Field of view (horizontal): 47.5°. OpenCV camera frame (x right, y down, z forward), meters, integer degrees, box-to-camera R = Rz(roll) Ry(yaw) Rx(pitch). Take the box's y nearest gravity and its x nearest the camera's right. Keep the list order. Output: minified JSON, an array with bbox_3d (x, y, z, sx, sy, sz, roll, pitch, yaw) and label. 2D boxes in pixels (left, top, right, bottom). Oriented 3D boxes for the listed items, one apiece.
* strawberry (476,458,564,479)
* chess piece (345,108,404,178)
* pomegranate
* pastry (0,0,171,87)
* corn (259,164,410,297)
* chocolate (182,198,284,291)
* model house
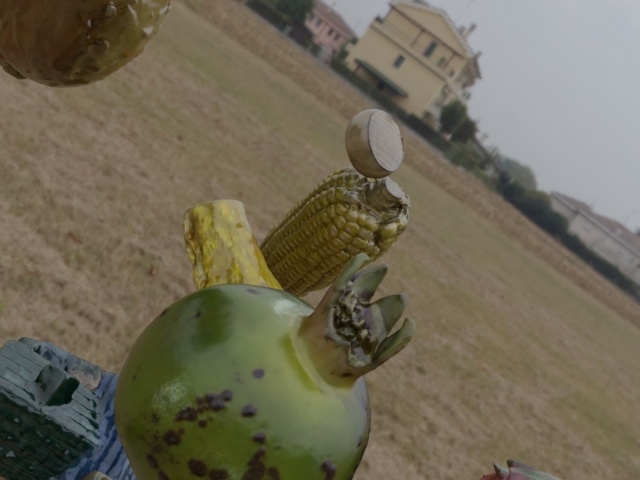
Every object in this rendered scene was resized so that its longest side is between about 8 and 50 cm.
[{"bbox_3d":[0.239,0.459,0.889,0.292,0.343,0.292,38,-1,1],"label":"strawberry"},{"bbox_3d":[0.066,-0.116,0.876,0.038,0.084,0.083,-12,-28,42],"label":"chess piece"},{"bbox_3d":[-0.044,0.103,0.553,0.198,0.246,0.198,23,9,-4],"label":"pomegranate"},{"bbox_3d":[-0.294,-0.340,0.895,0.285,0.315,0.184,57,33,7],"label":"pastry"},{"bbox_3d":[0.000,0.000,1.027,0.130,0.347,0.130,17,58,-29],"label":"corn"},{"bbox_3d":[-0.088,0.163,0.898,0.162,0.162,0.446,9,61,-65],"label":"chocolate"},{"bbox_3d":[-0.527,0.402,1.551,0.445,0.395,0.400,38,-32,-16],"label":"model house"}]
